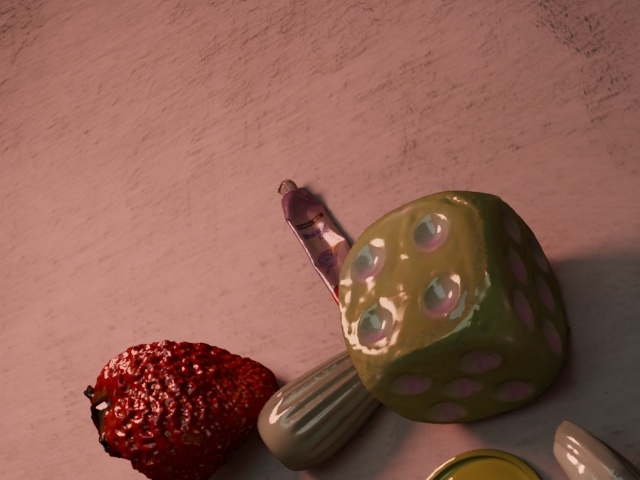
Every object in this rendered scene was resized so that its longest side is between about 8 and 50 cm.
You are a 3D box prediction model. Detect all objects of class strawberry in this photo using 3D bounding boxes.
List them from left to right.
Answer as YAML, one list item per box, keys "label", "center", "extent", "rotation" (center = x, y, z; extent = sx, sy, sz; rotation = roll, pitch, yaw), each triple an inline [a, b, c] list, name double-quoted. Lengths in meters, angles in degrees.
- label: "strawberry"
  center: [-0.222, 0.261, 2.071]
  extent: [0.258, 0.261, 0.261]
  rotation: [-48, 46, 15]

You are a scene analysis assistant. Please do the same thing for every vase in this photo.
- label: "vase"
  center: [0.024, 0.238, 1.966]
  extent: [0.248, 0.128, 0.128]
  rotation: [-40, 47, 2]

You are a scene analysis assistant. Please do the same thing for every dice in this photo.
- label: "dice"
  center: [0.187, 0.098, 1.820]
  extent: [0.249, 0.254, 0.252]
  rotation: [-22, 52, 27]

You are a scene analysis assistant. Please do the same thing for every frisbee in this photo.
- label: "frisbee"
  center: [0.218, 0.402, 1.786]
  extent: [0.236, 0.017, 0.236]
  rotation: [-19, 54, 29]

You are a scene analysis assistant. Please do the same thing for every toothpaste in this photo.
- label: "toothpaste"
  center: [0.000, 0.000, 2.173]
  extent: [0.075, 0.048, 0.301]
  rotation: [-39, 50, 8]

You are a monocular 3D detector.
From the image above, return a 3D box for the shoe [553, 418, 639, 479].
- label: "shoe"
  center: [0.381, 0.389, 1.590]
  extent: [0.160, 0.132, 0.363]
  rotation: [-46, 53, 6]
